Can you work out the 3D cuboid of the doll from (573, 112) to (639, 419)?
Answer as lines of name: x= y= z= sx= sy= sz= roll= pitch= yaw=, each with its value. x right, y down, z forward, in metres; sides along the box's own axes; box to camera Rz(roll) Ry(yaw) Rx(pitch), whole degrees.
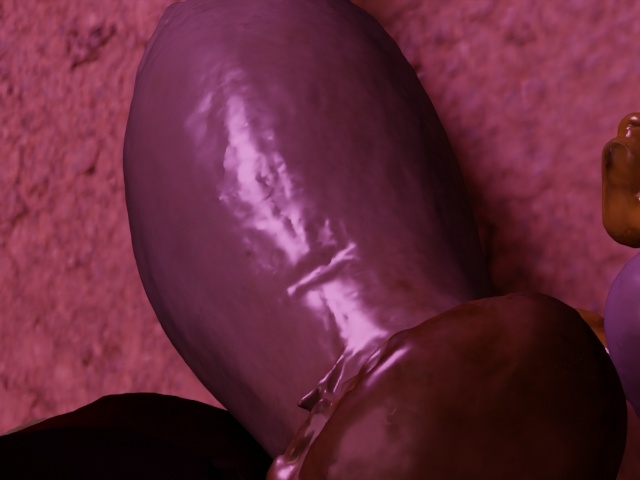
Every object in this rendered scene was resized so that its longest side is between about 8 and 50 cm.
doll: x=0.197 y=0.061 z=0.426 sx=0.365 sy=0.094 sz=0.160 roll=24 pitch=95 yaw=43

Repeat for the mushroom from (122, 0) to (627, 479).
mushroom: x=0.000 y=0.000 z=0.574 sx=0.128 sy=0.128 sz=0.350 roll=-59 pitch=27 yaw=16

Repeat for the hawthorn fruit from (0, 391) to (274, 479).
hawthorn fruit: x=-0.070 y=0.176 z=0.574 sx=0.250 sy=0.215 sz=0.215 roll=-52 pitch=51 yaw=31

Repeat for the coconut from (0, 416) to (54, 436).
coconut: x=-0.115 y=0.120 z=0.707 sx=0.096 sy=0.088 sz=0.088 roll=-8 pitch=76 yaw=49
